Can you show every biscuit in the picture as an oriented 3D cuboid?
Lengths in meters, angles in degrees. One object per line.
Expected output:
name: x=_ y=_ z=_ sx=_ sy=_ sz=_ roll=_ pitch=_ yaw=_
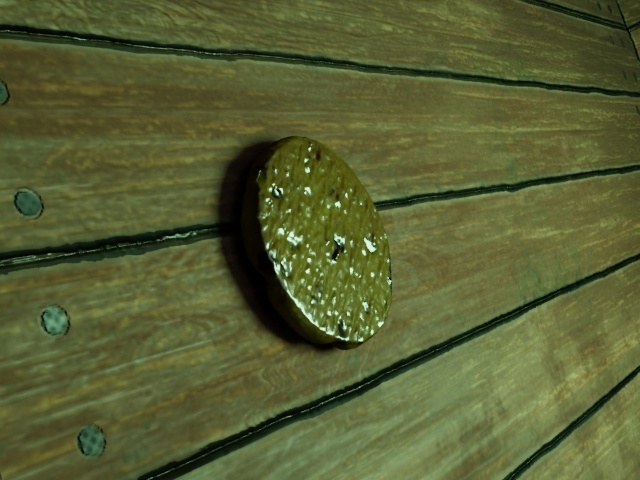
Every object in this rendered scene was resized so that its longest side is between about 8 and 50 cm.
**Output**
biscuit: x=0.000 y=0.000 z=0.848 sx=0.212 sy=0.036 sz=0.212 roll=32 pitch=47 yaw=-42
